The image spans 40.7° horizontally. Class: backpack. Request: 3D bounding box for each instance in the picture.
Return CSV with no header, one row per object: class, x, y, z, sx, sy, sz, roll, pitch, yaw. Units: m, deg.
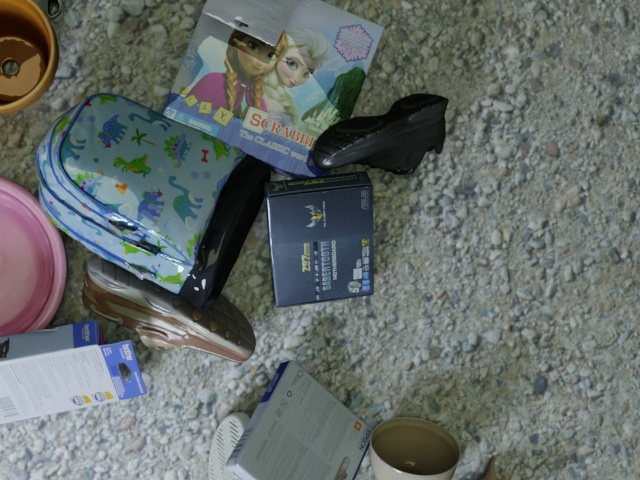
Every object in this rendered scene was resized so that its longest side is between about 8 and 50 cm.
backpack,-0.296,-0.089,1.449,0.356,0.273,0.290,22,68,7

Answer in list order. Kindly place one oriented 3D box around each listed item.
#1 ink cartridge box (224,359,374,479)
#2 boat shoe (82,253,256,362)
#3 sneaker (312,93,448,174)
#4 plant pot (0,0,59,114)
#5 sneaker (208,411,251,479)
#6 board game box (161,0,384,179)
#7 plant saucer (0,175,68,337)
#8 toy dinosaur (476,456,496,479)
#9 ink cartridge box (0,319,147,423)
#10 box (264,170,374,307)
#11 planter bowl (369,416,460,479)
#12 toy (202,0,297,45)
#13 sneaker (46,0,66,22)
ink cartridge box,-0.030,0.363,1.511,0.224,0.045,0.223,44,53,-18
boat shoe,-0.268,0.131,1.519,0.325,0.123,0.116,30,118,-6
sneaker,0.118,-0.166,1.539,0.286,0.109,0.130,-22,119,-23
plant pot,-0.533,-0.303,1.440,0.205,0.188,0.205,0,89,-8
sneaker,-0.093,0.476,1.537,0.148,0.131,0.349,1,73,-43
board game box,-0.087,-0.295,1.560,0.319,0.066,0.317,20,86,-7
plant saucer,-0.600,0.047,1.480,0.333,0.084,0.331,0,88,-7
toy dinosaur,0.258,0.540,1.574,0.201,0.127,0.295,11,82,-1
ink cartridge box,-0.461,0.223,1.453,0.311,0.185,0.065,-8,50,-6
box,0.000,0.000,1.522,0.184,0.059,0.232,-6,119,-7
planter bowl,0.162,0.410,1.552,0.162,0.162,0.109,4,115,-8
toy,-0.094,-0.457,1.503,0.137,0.056,0.237,25,79,-2
sneaker,-0.465,-0.429,1.527,0.032,0.037,0.083,7,87,-6
